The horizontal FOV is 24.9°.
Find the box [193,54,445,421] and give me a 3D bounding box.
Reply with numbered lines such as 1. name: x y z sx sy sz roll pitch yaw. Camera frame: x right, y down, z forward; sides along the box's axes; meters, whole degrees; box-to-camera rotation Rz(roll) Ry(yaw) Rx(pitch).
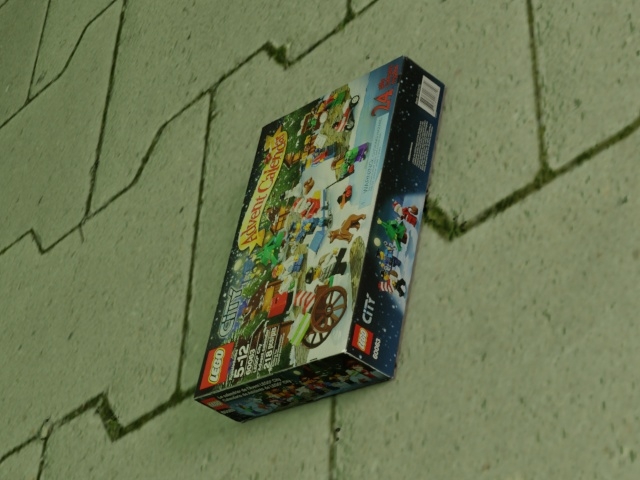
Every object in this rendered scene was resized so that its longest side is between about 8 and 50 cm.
1. box: 0.000 0.000 1.007 0.159 0.044 0.233 -22 46 44
